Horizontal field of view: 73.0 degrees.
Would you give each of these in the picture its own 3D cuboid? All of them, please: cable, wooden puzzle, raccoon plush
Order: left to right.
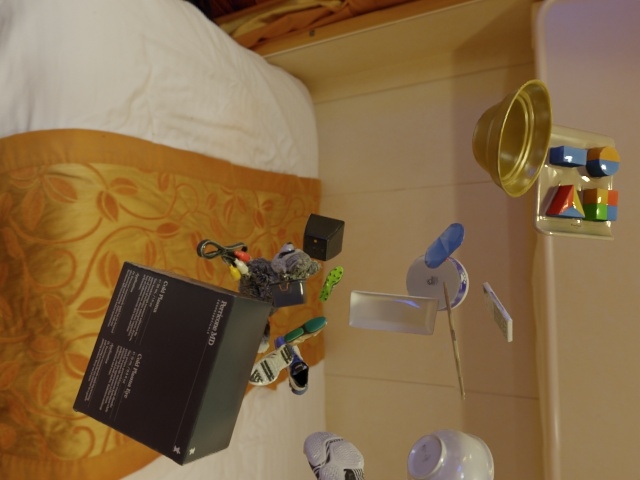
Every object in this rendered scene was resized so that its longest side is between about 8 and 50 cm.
[{"bbox_3d":[-0.320,0.048,1.529,0.140,0.072,0.287,-63,157,-13],"label":"cable"},{"bbox_3d":[-0.141,0.232,1.747,0.216,0.299,0.447,-27,112,-57],"label":"raccoon plush"},{"bbox_3d":[0.787,-0.180,1.306,0.321,0.080,0.348,4,84,-21],"label":"wooden puzzle"}]

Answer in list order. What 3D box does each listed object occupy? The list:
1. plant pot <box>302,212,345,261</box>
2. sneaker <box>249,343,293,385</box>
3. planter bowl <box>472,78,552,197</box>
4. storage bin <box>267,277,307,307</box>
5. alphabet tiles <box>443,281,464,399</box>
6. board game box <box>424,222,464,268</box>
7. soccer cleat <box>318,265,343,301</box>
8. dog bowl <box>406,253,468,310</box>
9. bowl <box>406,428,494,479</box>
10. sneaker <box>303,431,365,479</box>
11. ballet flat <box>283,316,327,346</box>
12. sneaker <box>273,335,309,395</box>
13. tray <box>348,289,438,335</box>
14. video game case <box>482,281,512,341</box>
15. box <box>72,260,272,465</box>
[{"bbox_3d":[0.000,0.000,2.158,0.167,0.187,0.188,-54,154,-53],"label":"plant pot"},{"bbox_3d":[-0.237,0.559,1.905,0.292,0.118,0.110,-18,84,-62],"label":"sneaker"},{"bbox_3d":[0.362,-0.199,0.848,0.217,0.090,0.217,-16,114,-38],"label":"planter bowl"},{"bbox_3d":[-0.111,0.187,1.528,0.098,0.135,0.091,20,60,-77],"label":"storage bin"},{"bbox_3d":[0.411,0.301,1.341,0.342,0.011,0.285,-57,137,-70],"label":"alphabet tiles"},{"bbox_3d":[0.399,0.025,1.357,0.033,0.169,0.133,33,22,-15],"label":"board game box"},{"bbox_3d":[0.044,0.193,1.943,0.179,0.060,0.072,-59,-179,-2],"label":"soccer cleat"},{"bbox_3d":[0.530,0.191,1.979,0.104,0.264,0.265,13,76,-51],"label":"dog bowl"},{"bbox_3d":[0.359,0.687,1.309,0.134,0.298,0.298,42,40,-11],"label":"bowl"},{"bbox_3d":[0.064,0.655,1.046,0.137,0.365,0.210,-4,115,-38],"label":"sneaker"},{"bbox_3d":[-0.059,0.391,1.855,0.067,0.206,0.073,64,2,-46],"label":"ballet flat"},{"bbox_3d":[-0.131,0.632,2.245,0.316,0.127,0.182,65,-23,20],"label":"sneaker"},{"bbox_3d":[0.226,0.222,1.367,0.030,0.270,0.145,-74,168,-59],"label":"tray"},{"bbox_3d":[0.663,0.269,1.619,0.190,0.022,0.173,59,8,-50],"label":"video game case"},{"bbox_3d":[-0.324,0.257,0.976,0.179,0.312,0.344,34,72,-66],"label":"box"}]
